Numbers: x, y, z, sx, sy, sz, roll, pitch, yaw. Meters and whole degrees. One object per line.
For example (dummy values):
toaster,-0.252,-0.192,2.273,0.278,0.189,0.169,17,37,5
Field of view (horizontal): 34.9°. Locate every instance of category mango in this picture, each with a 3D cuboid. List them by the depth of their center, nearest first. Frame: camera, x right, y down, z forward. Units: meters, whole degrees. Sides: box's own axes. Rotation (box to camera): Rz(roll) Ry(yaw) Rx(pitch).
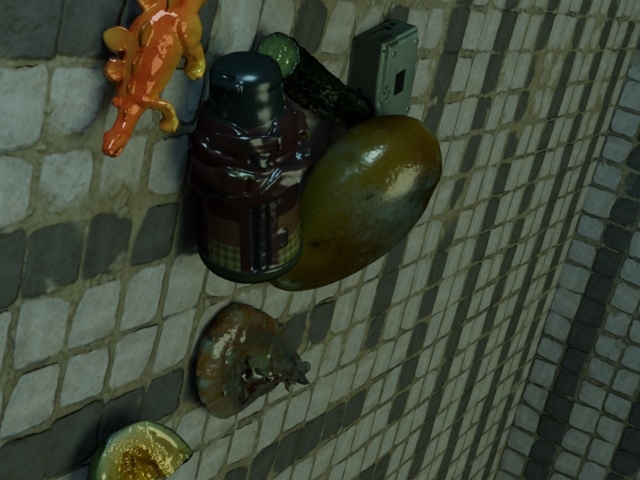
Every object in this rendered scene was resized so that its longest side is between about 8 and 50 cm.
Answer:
mango,0.047,-0.044,1.461,0.316,0.146,0.193,-48,140,0

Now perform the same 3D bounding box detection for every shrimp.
shrimp,-0.095,0.195,1.498,0.164,0.062,0.317,-60,150,-7

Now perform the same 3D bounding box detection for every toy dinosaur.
toy dinosaur,-0.158,-0.214,1.031,0.288,0.070,0.117,-65,155,-18

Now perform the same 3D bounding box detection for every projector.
projector,0.094,-0.240,1.513,0.115,0.061,0.147,-35,139,-47

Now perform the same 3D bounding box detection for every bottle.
bottle,-0.077,-0.090,1.200,0.156,0.143,0.271,-41,143,-44

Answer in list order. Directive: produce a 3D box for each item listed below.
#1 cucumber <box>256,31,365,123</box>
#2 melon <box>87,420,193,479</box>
cucumber,-0.003,-0.199,1.350,0.068,0.067,0.293,-68,157,0
melon,-0.244,0.281,1.263,0.160,0.079,0.128,-43,126,-40
